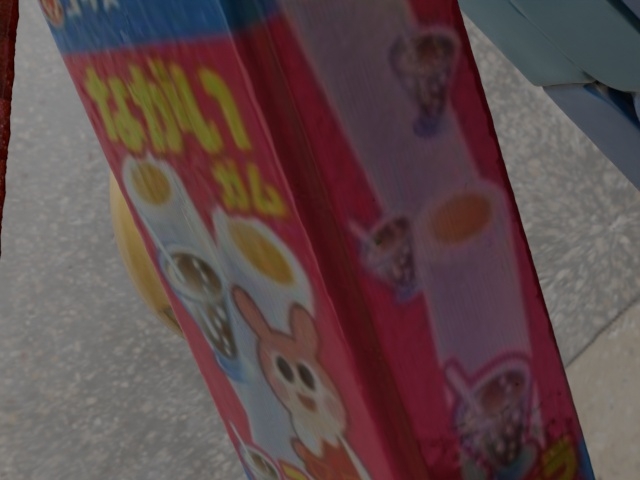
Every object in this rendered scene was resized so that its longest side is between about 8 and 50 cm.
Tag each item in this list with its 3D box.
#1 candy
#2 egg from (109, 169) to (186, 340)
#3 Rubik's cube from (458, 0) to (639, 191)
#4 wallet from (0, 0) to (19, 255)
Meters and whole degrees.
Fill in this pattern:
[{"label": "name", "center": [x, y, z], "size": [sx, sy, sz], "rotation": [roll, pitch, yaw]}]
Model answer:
[{"label": "candy", "center": [0.001, -0.001, 0.449], "size": [0.157, 0.100, 0.305], "rotation": [9, 126, 55]}, {"label": "egg", "center": [-0.080, -0.036, 0.888], "size": [0.201, 0.201, 0.244], "rotation": [-28, 75, 14]}, {"label": "Rubik's cube", "center": [0.316, -0.162, 0.534], "size": [0.346, 0.344, 0.347], "rotation": [42, 89, -10]}, {"label": "wallet", "center": [-0.142, -0.032, 0.316], "size": [0.103, 0.020, 0.196], "rotation": [2, 83, 11]}]
